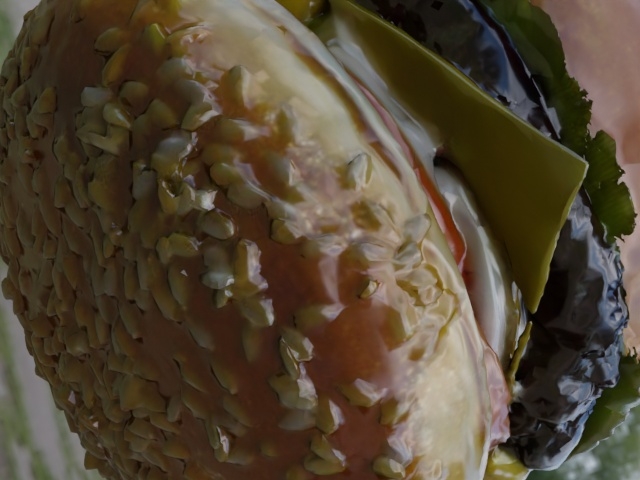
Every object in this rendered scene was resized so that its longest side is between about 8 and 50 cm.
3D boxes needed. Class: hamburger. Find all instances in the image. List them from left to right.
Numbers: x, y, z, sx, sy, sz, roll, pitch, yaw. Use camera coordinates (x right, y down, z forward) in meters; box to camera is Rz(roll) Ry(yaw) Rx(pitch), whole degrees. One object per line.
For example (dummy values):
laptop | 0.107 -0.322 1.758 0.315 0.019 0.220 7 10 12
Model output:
hamburger | 0.000 0.000 0.594 0.291 0.225 0.291 39 -36 35
